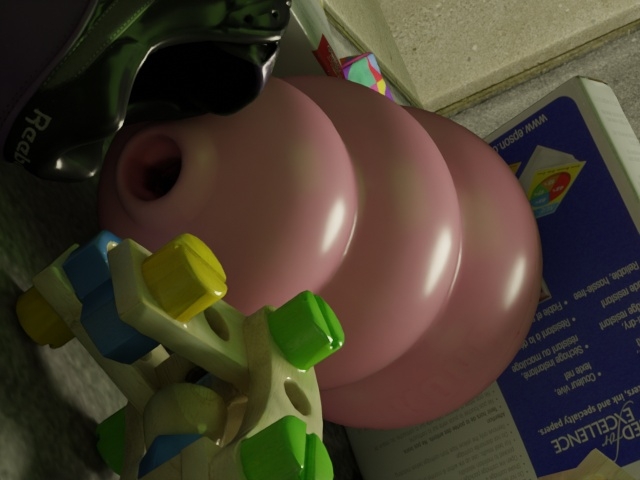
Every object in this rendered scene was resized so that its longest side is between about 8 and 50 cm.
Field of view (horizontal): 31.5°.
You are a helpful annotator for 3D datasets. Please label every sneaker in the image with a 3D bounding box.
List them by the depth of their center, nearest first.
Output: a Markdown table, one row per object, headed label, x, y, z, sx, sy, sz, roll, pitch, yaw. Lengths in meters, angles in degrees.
| label | x | y | z | sx | sy | sz | roll | pitch | yaw |
| --- | --- | --- | --- | --- | --- | --- | --- | --- | --- |
| sneaker | -0.054 | -0.116 | 0.524 | 0.124 | 0.107 | 0.283 | 44 | 54 | 9 |

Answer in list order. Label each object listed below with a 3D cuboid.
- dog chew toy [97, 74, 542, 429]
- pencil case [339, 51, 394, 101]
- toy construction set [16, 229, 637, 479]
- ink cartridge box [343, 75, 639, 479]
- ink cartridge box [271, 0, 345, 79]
| label | x | y | z | sx | sy | sz | roll | pitch | yaw |
| --- | --- | --- | --- | --- | --- | --- | --- | --- | --- |
| dog chew toy | 0.000 | 0.000 | 0.650 | 0.332 | 0.207 | 0.206 | 24 | 43 | -61 |
| pencil case | 0.064 | -0.101 | 1.318 | 0.236 | 0.104 | 0.104 | 63 | 12 | -14 |
| toy construction set | 0.016 | 0.135 | 0.485 | 0.328 | 0.151 | 0.215 | 29 | 27 | -28 |
| ink cartridge box | 0.137 | 0.092 | 0.805 | 0.072 | 0.304 | 0.307 | -4 | 66 | -49 |
| ink cartridge box | -0.072 | -0.158 | 0.777 | 0.128 | 0.127 | 0.176 | 51 | 19 | -48 |
